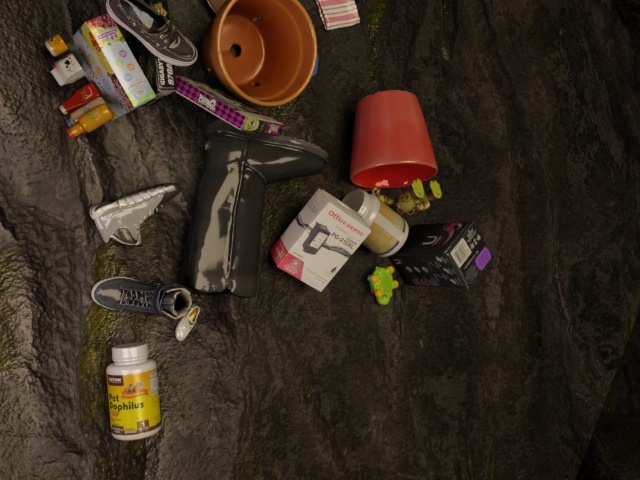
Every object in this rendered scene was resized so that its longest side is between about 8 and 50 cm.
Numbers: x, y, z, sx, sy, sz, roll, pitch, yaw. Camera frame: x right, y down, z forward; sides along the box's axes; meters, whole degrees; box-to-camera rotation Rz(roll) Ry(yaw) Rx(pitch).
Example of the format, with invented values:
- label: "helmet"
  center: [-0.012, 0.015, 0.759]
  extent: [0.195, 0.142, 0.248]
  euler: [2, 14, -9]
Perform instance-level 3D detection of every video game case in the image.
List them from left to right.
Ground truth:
- label: "video game case"
  center: [-0.233, -0.337, 1.609]
  extent: [0.042, 0.232, 0.210]
  euler: [-62, 163, 14]

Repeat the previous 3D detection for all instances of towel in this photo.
- label: "towel"
  center: [0.044, -0.760, 1.981]
  extent: [0.144, 0.029, 0.197]
  euler: [-26, 103, -33]

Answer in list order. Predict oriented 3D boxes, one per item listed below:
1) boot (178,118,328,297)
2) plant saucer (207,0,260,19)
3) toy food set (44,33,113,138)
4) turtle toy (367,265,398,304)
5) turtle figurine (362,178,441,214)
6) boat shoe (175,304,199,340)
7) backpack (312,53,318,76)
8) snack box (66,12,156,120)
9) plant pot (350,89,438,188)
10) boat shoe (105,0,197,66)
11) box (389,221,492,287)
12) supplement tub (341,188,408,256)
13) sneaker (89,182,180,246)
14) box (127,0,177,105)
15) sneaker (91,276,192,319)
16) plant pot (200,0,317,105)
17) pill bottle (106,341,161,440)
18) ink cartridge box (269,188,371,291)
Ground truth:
- label: "boot"
  center: [-0.169, -0.062, 1.725]
  extent: [0.366, 0.146, 0.446]
  euler: [10, 78, -25]
- label: "plant saucer"
  center: [-0.243, -0.689, 1.768]
  extent: [0.198, 0.036, 0.199]
  euler: [1, 88, -35]
- label: "toy food set"
  center: [-0.574, -0.343, 1.462]
  extent: [0.104, 0.111, 0.232]
  euler: [-34, 90, -8]
- label: "turtle toy"
  center: [0.194, 0.144, 2.033]
  extent: [0.095, 0.066, 0.130]
  euler: [-25, 103, -34]
- label: "turtle figurine"
  center: [0.259, -0.128, 2.006]
  extent: [0.269, 0.217, 0.087]
  euler: [15, 70, -25]
- label: "boat shoe"
  center: [-0.343, 0.214, 1.662]
  extent: [0.035, 0.035, 0.100]
  euler: [38, 67, -29]
- label: "backpack"
  center: [-0.062, -0.520, 1.854]
  extent: [0.120, 0.101, 0.098]
  euler: [16, 86, -38]
- label: "snack box"
  center: [-0.491, -0.399, 1.493]
  extent: [0.070, 0.174, 0.207]
  euler: [-36, 109, -30]
- label: "plant pot"
  center: [0.215, -0.310, 1.965]
  extent: [0.274, 0.275, 0.243]
  euler: [3, 76, -36]
- label: "boat shoe"
  center: [-0.366, -0.476, 1.430]
  extent: [0.228, 0.076, 0.080]
  euler: [36, 70, -28]
- label: "box"
  center: [0.380, 0.046, 2.044]
  extent: [0.165, 0.270, 0.143]
  euler: [-46, 113, -28]
- label: "supplement tub"
  center: [0.159, -0.054, 1.966]
  extent: [0.199, 0.144, 0.144]
  euler: [36, 68, -29]
- label: "sneaker"
  center: [-0.442, -0.056, 1.581]
  extent: [0.228, 0.086, 0.132]
  euler: [-22, 106, -24]
- label: "box"
  center: [-0.412, -0.453, 1.551]
  extent: [0.051, 0.175, 0.221]
  euler: [-7, 93, -34]
- label: "sneaker"
  center: [-0.419, 0.137, 1.534]
  extent: [0.226, 0.163, 0.086]
  euler: [12, 83, -33]
- label: "plant pot"
  center: [-0.184, -0.504, 1.678]
  extent: [0.290, 0.203, 0.291]
  euler: [-10, 107, -34]
- label: "pill bottle"
  center: [-0.448, 0.358, 1.530]
  extent: [0.117, 0.117, 0.215]
  euler: [-5, 91, -36]
- label: "ink cartridge box"
  center: [0.000, 0.000, 1.811]
  extent: [0.172, 0.100, 0.237]
  euler: [32, 104, -31]
